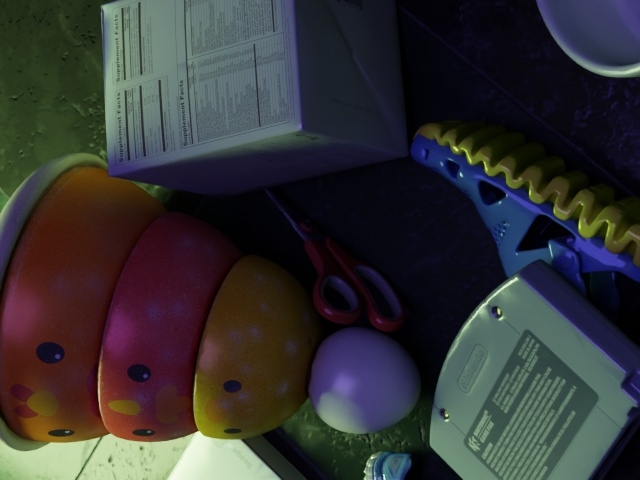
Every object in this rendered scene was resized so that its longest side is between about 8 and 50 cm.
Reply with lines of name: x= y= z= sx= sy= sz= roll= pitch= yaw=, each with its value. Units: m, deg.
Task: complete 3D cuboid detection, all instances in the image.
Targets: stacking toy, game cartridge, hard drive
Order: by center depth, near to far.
game cartridge: x=0.214 y=0.162 z=1.463 sx=0.198 sy=0.062 sz=0.297 roll=48 pitch=142 yaw=24
stacking toy: x=-0.120 y=0.107 z=1.632 sx=0.479 sy=0.350 sz=0.351 roll=11 pitch=102 yaw=16
hard drive: x=-0.127 y=0.379 z=1.782 sx=0.203 sy=0.040 sz=0.308 roll=41 pitch=116 yaw=23

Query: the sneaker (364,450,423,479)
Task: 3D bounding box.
sneaker: x=0.100 y=0.310 z=1.609 sx=0.073 sy=0.063 sz=0.162 roll=-17 pitch=86 yaw=31

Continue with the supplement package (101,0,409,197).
supplement package: x=-0.073 y=-0.173 z=1.574 sx=0.262 sy=0.199 sz=0.198 roll=-11 pitch=78 yaw=34

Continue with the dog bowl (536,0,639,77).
dog bowl: x=0.306 y=-0.281 z=1.321 sx=0.265 sy=0.104 sz=0.265 roll=17 pitch=110 yaw=59

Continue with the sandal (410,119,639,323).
sandal: x=0.213 y=-0.017 z=1.467 sx=0.317 sy=0.126 sz=0.138 roll=35 pitch=117 yaw=27

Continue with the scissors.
scissors: x=0.000 y=0.000 z=1.658 sx=0.297 sy=0.109 sz=0.021 roll=59 pitch=138 yaw=42
